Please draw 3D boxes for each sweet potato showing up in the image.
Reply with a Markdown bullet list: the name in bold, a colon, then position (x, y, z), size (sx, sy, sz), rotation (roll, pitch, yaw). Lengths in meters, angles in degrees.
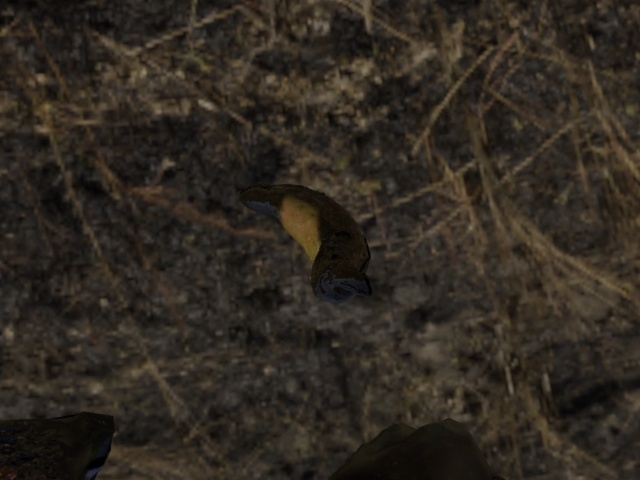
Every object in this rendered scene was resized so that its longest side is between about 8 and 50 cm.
- **sweet potato**: position (0.004, 0.001, 1.474), size (0.124, 0.310, 0.098), rotation (5, 120, -35)

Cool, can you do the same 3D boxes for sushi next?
- **sushi**: position (-0.295, 0.258, 0.988), size (0.172, 0.150, 0.153), rotation (13, 120, -24)

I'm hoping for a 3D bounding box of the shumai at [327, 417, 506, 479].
- **shumai**: position (0.094, 0.371, 1.175), size (0.395, 0.348, 0.395), rotation (19, -175, -2)
